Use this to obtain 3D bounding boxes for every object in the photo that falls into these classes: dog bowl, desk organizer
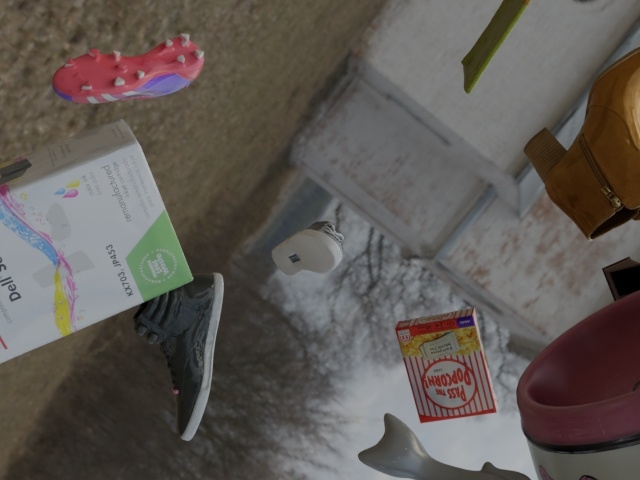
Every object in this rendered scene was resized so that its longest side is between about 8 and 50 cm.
[{"bbox_3d":[0.426,0.177,1.131,0.407,0.150,0.408,-31,-174,3],"label":"dog bowl"},{"bbox_3d":[0.470,0.095,1.364,0.047,0.130,0.050,-24,-171,1],"label":"desk organizer"}]

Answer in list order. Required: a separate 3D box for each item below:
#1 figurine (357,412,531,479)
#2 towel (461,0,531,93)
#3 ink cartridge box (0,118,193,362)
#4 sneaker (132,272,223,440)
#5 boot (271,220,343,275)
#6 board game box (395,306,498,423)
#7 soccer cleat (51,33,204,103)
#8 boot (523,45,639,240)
[{"bbox_3d":[0.117,0.335,1.087,0.215,0.209,0.092,-59,165,-19],"label":"figurine"},{"bbox_3d":[0.261,-0.319,1.266,0.237,0.021,0.102,-59,-171,34],"label":"towel"},{"bbox_3d":[-0.360,0.016,1.120,0.353,0.207,0.119,-24,-151,-11],"label":"ink cartridge box"},{"bbox_3d":[-0.262,0.195,1.598,0.104,0.146,0.296,177,-79,-72],"label":"sneaker"},{"bbox_3d":[0.000,0.000,1.302,0.086,0.069,0.190,-37,-168,-23],"label":"boot"},{"bbox_3d":[0.233,0.231,1.683,0.146,0.194,0.045,-13,-168,18],"label":"board game box"},{"bbox_3d":[-0.276,-0.232,1.335,0.248,0.083,0.095,-27,158,-38],"label":"soccer cleat"},{"bbox_3d":[0.482,-0.151,1.427,0.295,0.211,0.104,-42,150,14],"label":"boot"}]
